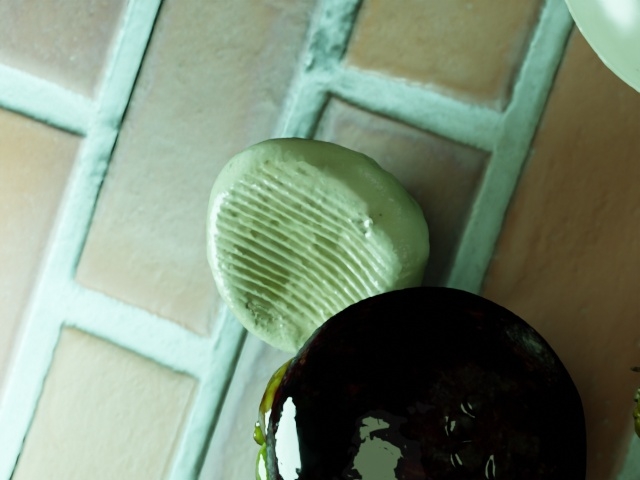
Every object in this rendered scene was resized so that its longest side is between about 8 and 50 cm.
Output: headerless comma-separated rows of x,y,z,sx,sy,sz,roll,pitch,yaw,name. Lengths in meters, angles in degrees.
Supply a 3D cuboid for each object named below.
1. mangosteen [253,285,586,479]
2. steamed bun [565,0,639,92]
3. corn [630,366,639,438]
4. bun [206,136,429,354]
0.087,0.200,1.469,0.297,0.297,0.313,46,140,21,mangosteen
0.374,-0.273,1.347,0.374,0.334,0.334,-35,73,18,steamed bun
0.394,0.206,1.416,0.310,0.101,0.101,36,101,20,corn
0.000,0.000,1.594,0.231,0.133,0.231,7,113,17,bun
